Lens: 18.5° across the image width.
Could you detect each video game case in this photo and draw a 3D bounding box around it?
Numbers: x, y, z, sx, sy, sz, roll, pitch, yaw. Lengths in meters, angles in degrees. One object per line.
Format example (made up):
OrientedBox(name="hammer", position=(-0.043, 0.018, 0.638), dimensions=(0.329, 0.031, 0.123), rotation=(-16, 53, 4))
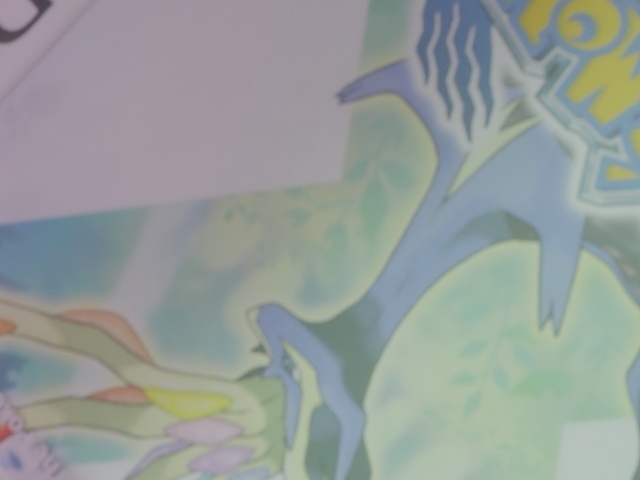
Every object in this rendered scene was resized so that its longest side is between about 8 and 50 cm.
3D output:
OrientedBox(name="video game case", position=(0.028, 0.001, 0.572), dimensions=(0.300, 0.036, 0.329), rotation=(-45, 77, 11))
